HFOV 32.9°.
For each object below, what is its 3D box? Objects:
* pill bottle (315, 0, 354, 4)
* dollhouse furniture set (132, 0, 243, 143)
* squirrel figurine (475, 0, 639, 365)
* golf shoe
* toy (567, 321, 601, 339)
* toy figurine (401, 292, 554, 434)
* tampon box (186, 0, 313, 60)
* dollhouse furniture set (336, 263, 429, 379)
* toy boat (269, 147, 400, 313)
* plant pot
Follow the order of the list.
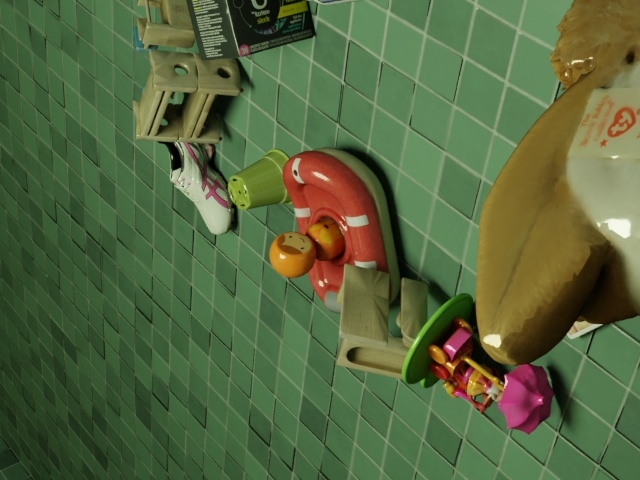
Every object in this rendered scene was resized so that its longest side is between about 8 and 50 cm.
[{"bbox_3d":[0.021,-0.309,1.258,0.120,0.067,0.067,7,115,53],"label":"pill bottle"},{"bbox_3d":[-0.201,-0.255,1.581,0.129,0.129,0.183,124,142,-52],"label":"dollhouse furniture set"},{"bbox_3d":[0.327,-0.016,0.817,0.281,0.370,0.397,-34,39,32],"label":"squirrel figurine"},{"bbox_3d":[-0.195,-0.091,1.677,0.067,0.086,0.186,-11,102,55],"label":"golf shoe"},{"bbox_3d":[0.281,0.011,1.094,0.137,0.056,0.237,60,146,8],"label":"toy"},{"bbox_3d":[0.197,0.169,1.275,0.159,0.130,0.173,36,159,25],"label":"toy figurine"},{"bbox_3d":[-0.098,-0.320,1.368,0.101,0.120,0.161,9,116,53],"label":"tampon box"},{"bbox_3d":[0.078,0.138,1.341,0.123,0.144,0.151,-84,9,-51],"label":"dollhouse furniture set"},{"bbox_3d":[0.000,0.000,1.394,0.151,0.151,0.231,9,117,52],"label":"toy boat"},{"bbox_3d":[-0.086,-0.078,1.534,0.083,0.079,0.083,33,135,41],"label":"plant pot"}]
